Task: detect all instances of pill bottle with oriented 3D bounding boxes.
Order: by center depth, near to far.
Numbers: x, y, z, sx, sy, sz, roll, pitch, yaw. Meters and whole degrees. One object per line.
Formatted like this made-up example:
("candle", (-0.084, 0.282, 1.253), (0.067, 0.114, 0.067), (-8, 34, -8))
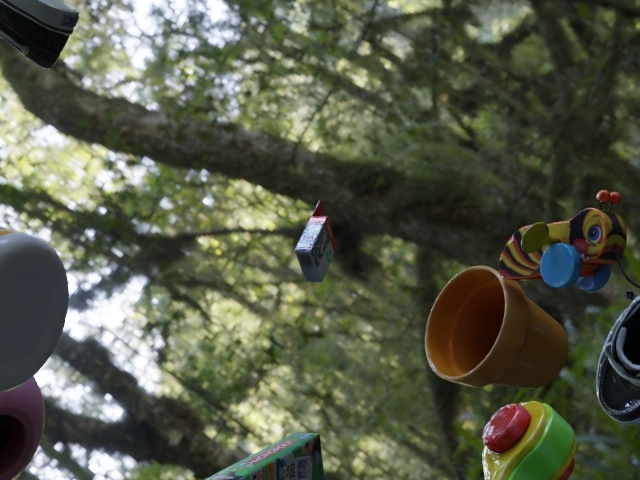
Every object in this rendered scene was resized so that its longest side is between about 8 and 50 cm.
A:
("pill bottle", (-0.409, 0.045, 1.137), (0.162, 0.278, 0.162), (-39, -44, -52))

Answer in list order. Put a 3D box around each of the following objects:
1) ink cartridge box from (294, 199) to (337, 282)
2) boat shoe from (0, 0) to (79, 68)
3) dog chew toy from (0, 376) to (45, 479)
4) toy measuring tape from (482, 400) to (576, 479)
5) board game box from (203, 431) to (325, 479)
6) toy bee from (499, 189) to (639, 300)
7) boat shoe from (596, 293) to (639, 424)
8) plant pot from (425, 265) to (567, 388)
("ink cartridge box", (0.000, 0.000, 1.638), (0.115, 0.029, 0.063), (-65, -33, -42))
("boat shoe", (-0.336, -0.241, 1.083), (0.070, 0.219, 0.078), (-61, -17, 15))
("dog chew toy", (-0.508, 0.200, 1.453), (0.206, 0.332, 0.206), (-23, -56, -40))
("toy measuring tape", (0.262, 0.283, 1.357), (0.330, 0.121, 0.121), (-80, 12, -70))
("board game box", (-0.061, 0.444, 1.515), (0.213, 0.046, 0.317), (-16, -77, -52))
("toy bee", (0.420, 0.002, 1.752), (0.195, 0.298, 0.162), (8, -90, -59))
("boat shoe", (0.410, 0.124, 1.402), (0.119, 0.121, 0.335), (-25, -35, -34))
("plant pot", (0.317, 0.171, 1.936), (0.188, 0.205, 0.205), (24, -81, -29))
